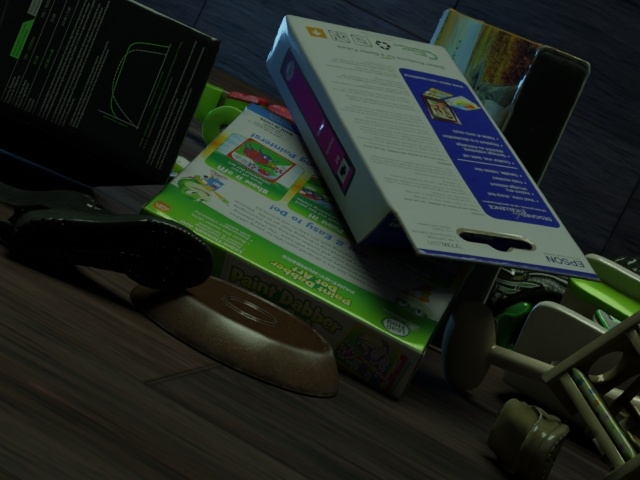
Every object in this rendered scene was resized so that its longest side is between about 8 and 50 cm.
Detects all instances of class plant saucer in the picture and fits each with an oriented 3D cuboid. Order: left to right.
[{"bbox_3d":[-0.056,0.062,1.234,0.168,0.029,0.168,27,8,-4],"label":"plant saucer"}]

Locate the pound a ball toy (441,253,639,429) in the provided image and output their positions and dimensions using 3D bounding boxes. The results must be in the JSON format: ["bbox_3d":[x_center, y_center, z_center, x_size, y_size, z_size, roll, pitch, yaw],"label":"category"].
[{"bbox_3d":[0.272,0.147,1.491,0.319,0.136,0.208,29,33,17],"label":"pound a ball toy"}]

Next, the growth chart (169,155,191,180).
[{"bbox_3d":[-0.132,-0.067,1.862,0.237,0.021,0.172,29,9,22],"label":"growth chart"}]

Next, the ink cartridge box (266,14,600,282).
[{"bbox_3d":[0.087,-0.069,1.467,0.175,0.069,0.371,8,31,-26],"label":"ink cartridge box"}]

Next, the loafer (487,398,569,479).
[{"bbox_3d":[0.150,0.149,1.253,0.050,0.056,0.148,25,-1,5],"label":"loafer"}]

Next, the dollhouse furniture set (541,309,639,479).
[{"bbox_3d":[0.270,0.170,1.238,0.161,0.101,0.182,48,10,-47],"label":"dollhouse furniture set"}]

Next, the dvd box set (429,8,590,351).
[{"bbox_3d":[0.138,-0.080,1.771,0.062,0.308,0.420,22,9,-12],"label":"dvd box set"}]

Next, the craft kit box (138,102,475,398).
[{"bbox_3d":[0.000,0.000,1.413,0.250,0.061,0.246,28,28,7],"label":"craft kit box"}]

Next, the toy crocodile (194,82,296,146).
[{"bbox_3d":[-0.046,-0.133,2.260,0.340,0.105,0.115,28,8,9],"label":"toy crocodile"}]

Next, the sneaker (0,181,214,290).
[{"bbox_3d":[-0.162,-0.008,1.200,0.170,0.051,0.089,8,16,-12],"label":"sneaker"}]

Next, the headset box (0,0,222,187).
[{"bbox_3d":[-0.263,-0.155,1.407,0.283,0.131,0.246,23,-7,-19],"label":"headset box"}]

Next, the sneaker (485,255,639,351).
[{"bbox_3d":[0.211,0.056,1.763,0.146,0.134,0.343,-19,20,-32],"label":"sneaker"}]
